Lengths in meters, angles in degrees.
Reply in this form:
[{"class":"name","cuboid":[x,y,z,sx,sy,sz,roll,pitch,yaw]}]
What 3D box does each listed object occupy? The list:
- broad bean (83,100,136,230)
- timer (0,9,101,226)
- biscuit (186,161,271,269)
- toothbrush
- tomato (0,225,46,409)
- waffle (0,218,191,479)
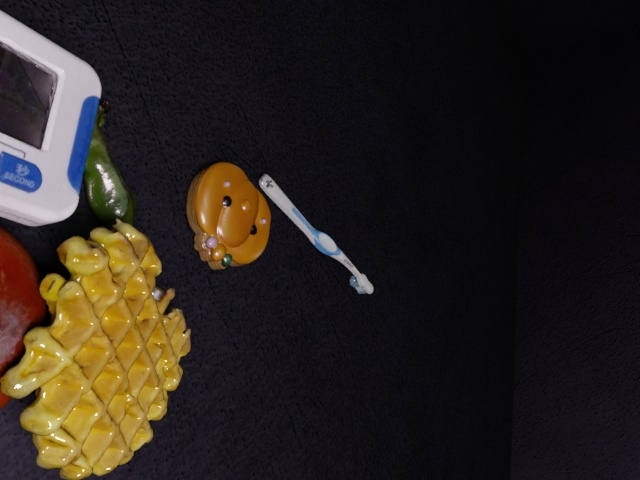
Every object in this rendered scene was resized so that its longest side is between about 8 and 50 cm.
[{"class":"broad bean","cuboid":[-0.269,-0.079,0.707,0.061,0.046,0.196,-14,94,-53]},{"class":"timer","cuboid":[-0.324,-0.127,0.491,0.253,0.078,0.179,29,59,-51]},{"class":"biscuit","cuboid":[-0.138,-0.034,0.885,0.170,0.050,0.171,14,72,-53]},{"class":"toothbrush","cuboid":[0.004,0.000,1.095,0.386,0.040,0.040,48,48,-40]},{"class":"tomato","cuboid":[-0.333,0.075,0.502,0.199,0.112,0.228,-3,90,-67]},{"class":"waffle","cuboid":[-0.220,0.120,0.627,0.309,0.065,0.284,18,80,-80]}]
